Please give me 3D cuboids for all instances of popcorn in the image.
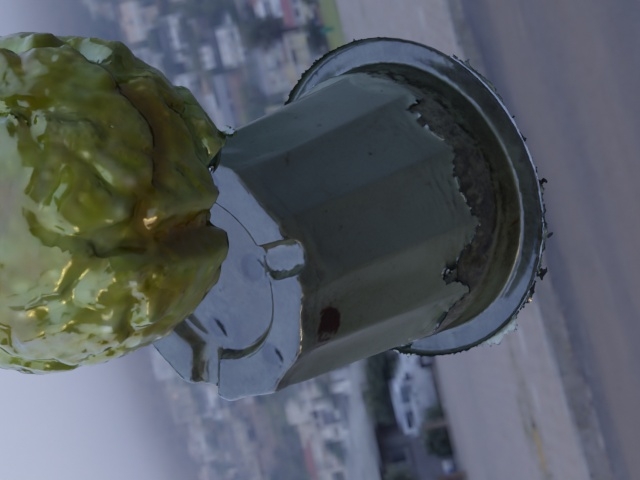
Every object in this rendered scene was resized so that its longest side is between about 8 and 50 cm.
[{"bbox_3d":[-0.140,-0.025,0.755,0.212,0.198,0.198,-140,37,-85],"label":"popcorn"}]

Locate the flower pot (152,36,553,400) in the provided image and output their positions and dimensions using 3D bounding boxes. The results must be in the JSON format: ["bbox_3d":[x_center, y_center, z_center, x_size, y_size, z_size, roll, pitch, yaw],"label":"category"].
[{"bbox_3d":[0.000,0.000,1.076,0.259,0.290,0.290,-25,-75,-47],"label":"flower pot"}]
